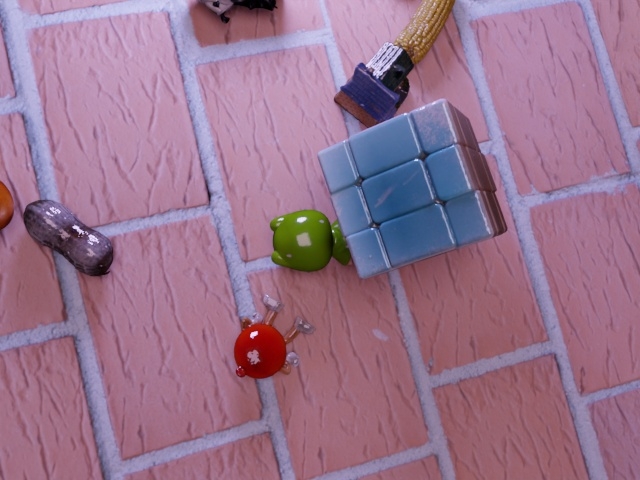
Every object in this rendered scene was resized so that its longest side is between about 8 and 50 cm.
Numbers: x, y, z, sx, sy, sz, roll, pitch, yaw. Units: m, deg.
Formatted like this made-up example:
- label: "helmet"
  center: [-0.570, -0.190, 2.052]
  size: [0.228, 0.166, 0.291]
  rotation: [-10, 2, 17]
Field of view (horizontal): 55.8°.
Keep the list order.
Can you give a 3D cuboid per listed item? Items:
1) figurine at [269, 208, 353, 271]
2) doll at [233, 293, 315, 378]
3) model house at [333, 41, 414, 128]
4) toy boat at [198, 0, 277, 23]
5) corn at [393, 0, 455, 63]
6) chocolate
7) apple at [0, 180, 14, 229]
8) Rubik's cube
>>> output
- label: "figurine"
  center: [0.000, 0.000, 1.527]
  size: [0.263, 0.143, 0.162]
  rotation: [0, 88, -20]
- label: "doll"
  center: [-0.129, 0.260, 1.497]
  size: [0.183, 0.085, 0.217]
  rotation: [37, 61, -5]
- label: "model house"
  center: [0.158, -0.410, 1.583]
  size: [0.166, 0.172, 0.183]
  rotation: [38, 78, -1]
- label: "toy boat"
  center: [-0.217, -0.648, 1.580]
  size: [0.269, 0.141, 0.141]
  rotation: [-17, 85, -9]
- label: "corn"
  center: [0.298, -0.615, 1.675]
  size: [0.101, 0.101, 0.292]
  rotation: [30, 75, -4]
- label: "chocolate"
  center: [-0.600, -0.009, 1.444]
  size: [0.248, 0.110, 0.110]
  rotation: [34, 79, -4]
- label: "apple"
  center: [-0.797, -0.081, 1.396]
  size: [0.163, 0.163, 0.139]
  rotation: [-12, 96, -10]
- label: "Rubik's cube"
  center: [0.228, -0.111, 1.426]
  size: [0.322, 0.319, 0.316]
  rotation: [-19, 85, 23]
